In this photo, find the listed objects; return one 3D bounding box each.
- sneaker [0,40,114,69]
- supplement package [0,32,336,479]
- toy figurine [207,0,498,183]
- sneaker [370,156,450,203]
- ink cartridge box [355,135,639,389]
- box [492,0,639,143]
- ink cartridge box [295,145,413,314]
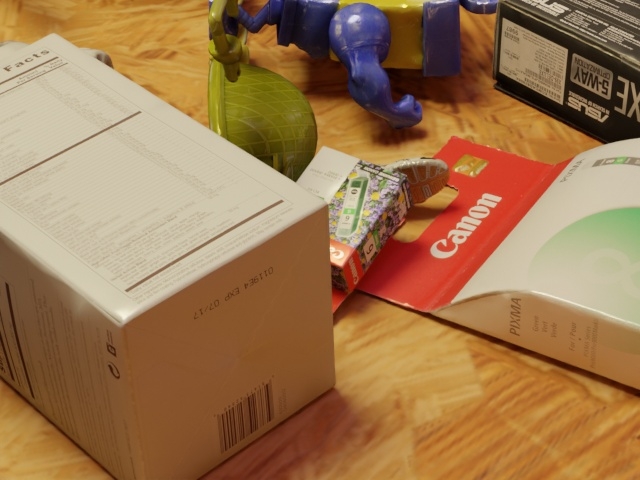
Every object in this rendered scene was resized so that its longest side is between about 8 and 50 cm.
[{"bbox_3d":[-0.240,-0.066,0.981,0.115,0.090,0.232,19,34,23],"label":"sneaker"},{"bbox_3d":[-0.123,0.007,0.840,0.139,0.134,0.244,-31,46,-31],"label":"supplement package"},{"bbox_3d":[0.031,-0.173,1.029,0.217,0.191,0.362,0,39,-5],"label":"toy figurine"},{"bbox_3d":[0.041,-0.040,0.964,0.083,0.032,0.037,-15,31,7],"label":"sneaker"},{"bbox_3d":[0.140,-0.010,0.914,0.225,0.056,0.181,21,43,25],"label":"ink cartridge box"},{"bbox_3d":[0.310,-0.125,1.031,0.242,0.076,0.307,-31,46,-31],"label":"box"},{"bbox_3d":[0.000,0.000,0.904,0.063,0.029,0.115,21,60,27],"label":"ink cartridge box"}]
